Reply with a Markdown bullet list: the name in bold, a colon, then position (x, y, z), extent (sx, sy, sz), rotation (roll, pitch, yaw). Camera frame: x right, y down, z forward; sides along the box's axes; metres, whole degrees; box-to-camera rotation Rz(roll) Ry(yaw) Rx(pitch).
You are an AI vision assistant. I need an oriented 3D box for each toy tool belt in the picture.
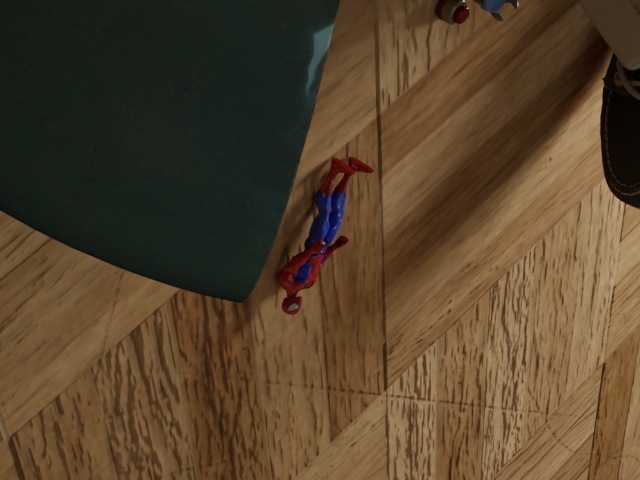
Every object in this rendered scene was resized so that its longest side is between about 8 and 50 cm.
- **toy tool belt**: position (0.113, -0.170, 1.233), extent (0.052, 0.051, 0.083), rotation (-8, 128, -56)

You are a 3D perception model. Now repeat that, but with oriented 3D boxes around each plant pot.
- **plant pot**: position (-0.098, -0.135, 0.708), extent (0.290, 0.195, 0.290), rotation (-170, -90, -82)

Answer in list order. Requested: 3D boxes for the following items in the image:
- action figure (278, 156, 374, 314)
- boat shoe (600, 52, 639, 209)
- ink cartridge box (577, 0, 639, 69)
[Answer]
- **action figure**: position (0.000, 0.000, 1.271), extent (0.038, 0.030, 0.115), rotation (-14, 135, -61)
- **boat shoe**: position (0.279, -0.186, 1.453), extent (0.095, 0.112, 0.335), rotation (9, 108, -43)
- **ink cartridge box**: position (0.335, -0.283, 1.148), extent (0.279, 0.160, 0.385), rotation (-37, -175, -32)
